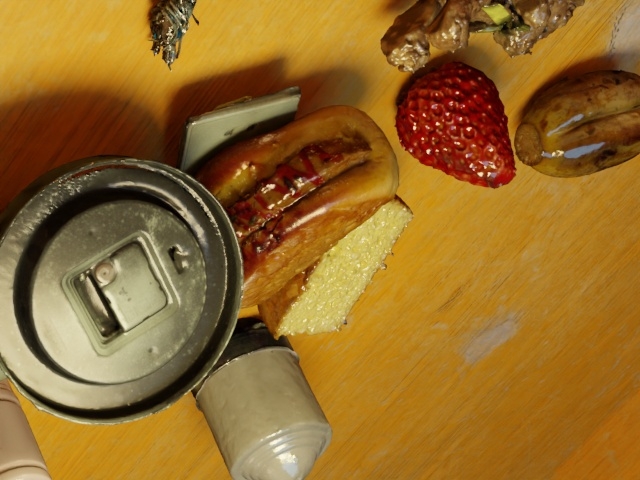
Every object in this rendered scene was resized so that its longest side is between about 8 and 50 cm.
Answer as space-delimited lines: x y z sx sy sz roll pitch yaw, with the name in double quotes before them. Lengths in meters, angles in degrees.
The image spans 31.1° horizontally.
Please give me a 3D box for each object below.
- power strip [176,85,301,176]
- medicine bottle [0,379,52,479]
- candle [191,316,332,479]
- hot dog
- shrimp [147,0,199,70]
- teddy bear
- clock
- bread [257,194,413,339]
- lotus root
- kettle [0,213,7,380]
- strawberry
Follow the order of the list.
"power strip" -0.139 -0.172 1.809 0.198 0.064 0.213 -19 158 -23
"medicine bottle" -0.541 0.338 1.904 0.133 0.249 0.133 -22 143 -18
"candle" -0.106 0.330 2.174 0.221 0.342 0.221 -21 146 -15
"hot dog" -0.080 -0.051 1.818 0.405 0.185 0.223 -39 159 28
"shrimp" -0.195 -0.323 1.592 0.076 0.082 0.174 -5 127 -29
"teddy bear" 0.260 -0.344 1.818 0.222 0.246 0.296 43 62 -24
"clock" -0.291 0.067 1.610 0.386 0.076 0.386 -9 107 -32
"bread" 0.000 0.000 2.021 0.194 0.179 0.340 5 125 -44
"lotus root" 0.500 -0.223 2.173 0.291 0.193 0.193 -19 141 -16
"kettle" -0.482 0.104 1.735 0.377 0.250 0.361 -19 161 -25
"strawberry" 0.242 -0.178 1.957 0.205 0.244 0.205 -20 142 -17
